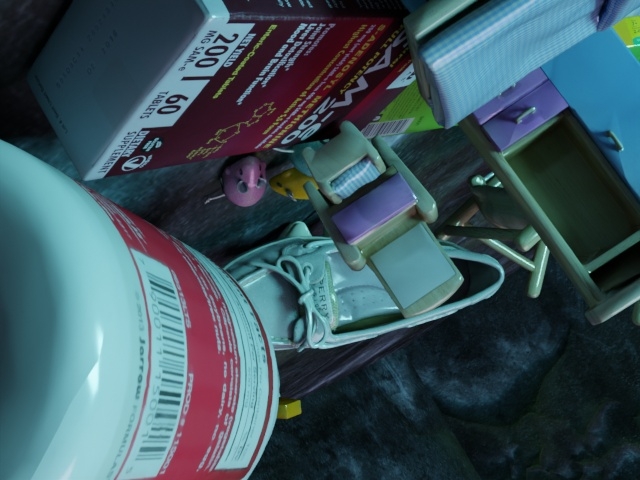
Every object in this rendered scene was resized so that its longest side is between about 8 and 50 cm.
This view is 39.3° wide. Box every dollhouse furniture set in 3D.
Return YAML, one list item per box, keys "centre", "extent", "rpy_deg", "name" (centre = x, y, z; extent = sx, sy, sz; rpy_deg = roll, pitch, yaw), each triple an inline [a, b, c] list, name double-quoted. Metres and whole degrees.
- centre: [0.138, -0.051, 0.520]
  extent: [0.286, 0.198, 0.303]
  rpy_deg: [-34, 168, 3]
  name: "dollhouse furniture set"

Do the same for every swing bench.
- centre: [0.288, -0.068, 0.980]
  extent: [0.254, 0.165, 0.253]
  rpy_deg: [-60, -168, -4]
  name: "swing bench"

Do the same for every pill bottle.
- centre: [-0.160, 0.092, 0.585]
  extent: [0.229, 0.229, 0.407]
  rpy_deg: [-32, 163, 4]
  name: "pill bottle"

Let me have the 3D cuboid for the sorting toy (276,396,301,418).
- centre: [-0.188, 0.239, 1.224]
  extent: [0.307, 0.041, 0.229]
  rpy_deg: [-1, -174, 42]
  name: "sorting toy"

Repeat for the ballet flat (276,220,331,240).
- centre: [0.000, 0.000, 1.023]
  extent: [0.232, 0.073, 0.080]
  rpy_deg: [-22, -174, -23]
  name: "ballet flat"

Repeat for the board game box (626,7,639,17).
- centre: [0.318, -0.293, 0.619]
  extent: [0.319, 0.065, 0.318]
  rpy_deg: [-31, 168, 6]
  name: "board game box"

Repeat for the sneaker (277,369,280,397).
- centre: [-0.113, 0.212, 1.441]
  extent: [0.111, 0.129, 0.297]
  rpy_deg: [-29, 166, 4]
  name: "sneaker"

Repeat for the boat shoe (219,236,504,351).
- centre: [0.035, 0.050, 0.936]
  extent: [0.321, 0.118, 0.103]
  rpy_deg: [-3, 179, -23]
  name: "boat shoe"

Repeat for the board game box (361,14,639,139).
- centre: [0.152, -0.135, 0.751]
  extent: [0.260, 0.039, 0.124]
  rpy_deg: [-7, 166, -13]
  name: "board game box"

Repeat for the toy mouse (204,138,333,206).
- centre: [-0.029, -0.057, 0.753]
  extent: [0.161, 0.031, 0.143]
  rpy_deg: [-16, 169, 4]
  name: "toy mouse"

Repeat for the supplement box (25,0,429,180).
- centre: [-0.028, -0.112, 0.514]
  extent: [0.239, 0.073, 0.130]
  rpy_deg: [-18, 162, -49]
  name: "supplement box"
